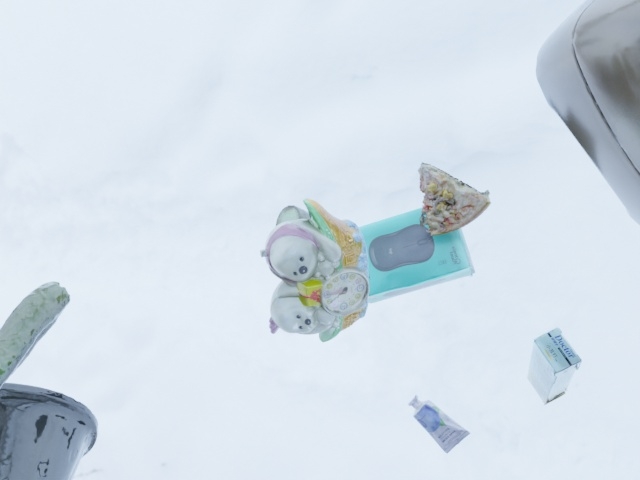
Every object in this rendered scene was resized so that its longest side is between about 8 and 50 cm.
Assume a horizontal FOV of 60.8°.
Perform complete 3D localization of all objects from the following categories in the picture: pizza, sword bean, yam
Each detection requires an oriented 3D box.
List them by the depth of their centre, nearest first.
[{"bbox_3d":[-0.253,0.121,0.369,0.038,0.269,0.043,30,126,-10],"label":"sword bean"},{"bbox_3d":[0.000,0.000,0.863,0.147,0.069,0.069,27,121,-16],"label":"yam"},{"bbox_3d":[0.300,-0.108,1.325,0.185,0.052,0.195,-33,106,23],"label":"pizza"}]

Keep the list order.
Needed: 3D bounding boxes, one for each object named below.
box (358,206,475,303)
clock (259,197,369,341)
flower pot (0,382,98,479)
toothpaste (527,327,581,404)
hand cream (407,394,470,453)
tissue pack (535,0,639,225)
[{"bbox_3d":[0.240,0.033,1.493,0.312,0.118,0.204,-17,75,13],"label":"box"},{"bbox_3d":[-0.009,0.050,0.763,0.103,0.144,0.230,-132,34,-59],"label":"clock"},{"bbox_3d":[-0.434,0.319,0.708,0.269,0.269,0.166,-53,36,30],"label":"flower pot"},{"bbox_3d":[0.524,0.294,1.243,0.071,0.312,0.089,-28,58,2],"label":"toothpaste"},{"bbox_3d":[0.263,0.417,1.255,0.142,0.053,0.084,44,117,15],"label":"hand cream"},{"bbox_3d":[0.483,-0.173,0.670,0.267,0.277,0.387,-39,97,0],"label":"tissue pack"}]
